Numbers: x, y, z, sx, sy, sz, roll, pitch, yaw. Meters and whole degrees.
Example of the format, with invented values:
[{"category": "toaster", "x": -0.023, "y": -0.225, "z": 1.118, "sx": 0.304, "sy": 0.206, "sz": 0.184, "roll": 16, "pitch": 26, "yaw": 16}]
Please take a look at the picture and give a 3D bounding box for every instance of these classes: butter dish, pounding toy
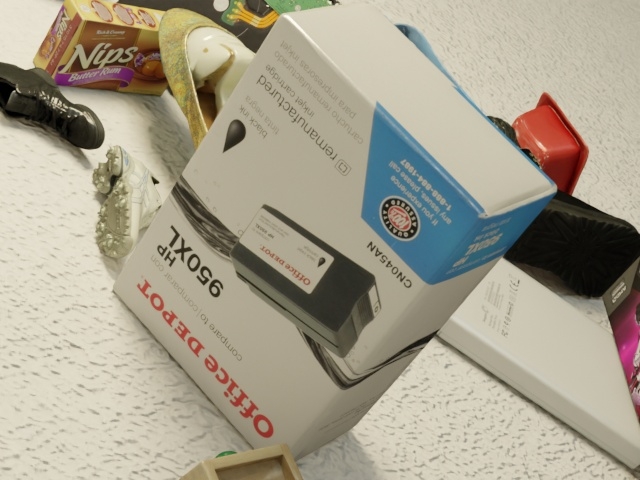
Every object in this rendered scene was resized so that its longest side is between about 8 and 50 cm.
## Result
[{"category": "butter dish", "x": 0.352, "y": -0.140, "z": 2.162, "sx": 0.118, "sy": 0.160, "sz": 0.160, "roll": -10, "pitch": 50, "yaw": -22}, {"category": "pounding toy", "x": -0.076, "y": 0.254, "z": 1.224, "sx": 0.130, "sy": 0.100, "sz": 0.141, "roll": -3, "pitch": 59, "yaw": -47}]

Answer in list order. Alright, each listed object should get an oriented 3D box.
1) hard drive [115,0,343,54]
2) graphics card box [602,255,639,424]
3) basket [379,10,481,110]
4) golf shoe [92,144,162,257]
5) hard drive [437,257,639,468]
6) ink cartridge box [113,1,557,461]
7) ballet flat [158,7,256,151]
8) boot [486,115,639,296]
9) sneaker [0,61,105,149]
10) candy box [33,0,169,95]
[{"category": "hard drive", "x": -0.095, "y": -0.283, "z": 1.784, "sx": 0.339, "sy": 0.237, "sz": 0.064, "roll": 47, "pitch": 4, "yaw": 18}, {"category": "graphics card box", "x": 0.517, "y": 0.131, "z": 1.756, "sx": 0.094, "sy": 0.233, "sz": 0.371, "roll": 26, "pitch": 33, "yaw": -17}, {"category": "basket", "x": 0.089, "y": -0.221, "z": 1.914, "sx": 0.289, "sy": 0.201, "sz": 0.255, "roll": -9, "pitch": 51, "yaw": -38}, {"category": "golf shoe", "x": -0.211, "y": -0.039, "z": 1.497, "sx": 0.086, "sy": 0.069, "sz": 0.176, "roll": 27, "pitch": 32, "yaw": -28}, {"category": "hard drive", "x": 0.306, "y": 0.142, "z": 1.799, "sx": 0.353, "sy": 0.047, "sz": 0.233, "roll": 34, "pitch": 30, "yaw": -4}, {"category": "ink cartridge box", "x": 0.000, "y": 0.000, "z": 1.338, "sx": 0.285, "sy": 0.395, "sz": 0.166, "roll": 47, "pitch": 34, "yaw": 16}, {"category": "ballet flat", "x": -0.111, "y": -0.166, "z": 1.583, "sx": 0.123, "sy": 0.123, "sz": 0.348, "roll": 8, "pitch": 55, "yaw": -39}, {"category": "boot", "x": 0.338, "y": -0.062, "z": 2.028, "sx": 0.348, "sy": 0.131, "sz": 0.260, "roll": 23, "pitch": 23, "yaw": -40}, {"category": "sneaker", "x": -0.341, "y": -0.161, "z": 1.545, "sx": 0.170, "sy": 0.051, "sz": 0.089, "roll": 43, "pitch": 31, "yaw": 19}, {"category": "candy box", "x": -0.264, "y": -0.250, "z": 1.683, "sx": 0.187, "sy": 0.109, "sz": 0.053, "roll": 0, "pitch": 47, "yaw": -47}]
